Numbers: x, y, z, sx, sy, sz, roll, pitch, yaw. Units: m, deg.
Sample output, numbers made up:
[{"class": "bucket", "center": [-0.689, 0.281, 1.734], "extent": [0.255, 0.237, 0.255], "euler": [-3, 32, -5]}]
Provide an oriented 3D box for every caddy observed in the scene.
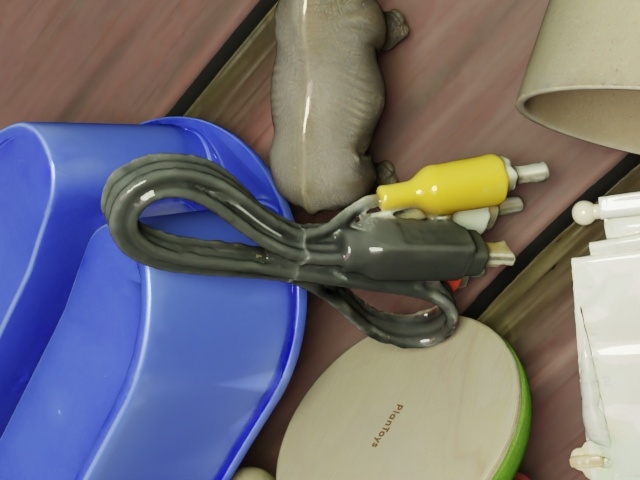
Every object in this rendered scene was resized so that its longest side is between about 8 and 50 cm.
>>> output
[{"class": "caddy", "center": [-0.149, 0.075, 0.836], "extent": [0.241, 0.179, 0.341], "euler": [43, 115, 30]}]

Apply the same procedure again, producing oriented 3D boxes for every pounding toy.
[{"class": "pounding toy", "center": [0.054, 0.170, 0.807], "extent": [0.237, 0.183, 0.110], "euler": [-39, 123, 4]}]

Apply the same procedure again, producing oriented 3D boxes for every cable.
[{"class": "cable", "center": [0.000, 0.000, 0.737], "extent": [0.287, 0.072, 0.139], "euler": [5, 131, -23]}]

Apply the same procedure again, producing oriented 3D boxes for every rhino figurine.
[{"class": "rhino figurine", "center": [0.008, -0.130, 0.755], "extent": [0.073, 0.106, 0.243], "euler": [8, 111, 22]}]

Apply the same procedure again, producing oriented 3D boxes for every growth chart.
[{"class": "growth chart", "center": [0.240, 0.073, 0.779], "extent": [0.171, 0.021, 0.237], "euler": [2, 103, 18]}]

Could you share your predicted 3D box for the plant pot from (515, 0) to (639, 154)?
[{"class": "plant pot", "center": [0.250, -0.181, 0.613], "extent": [0.256, 0.256, 0.274], "euler": [10, 90, 17]}]
